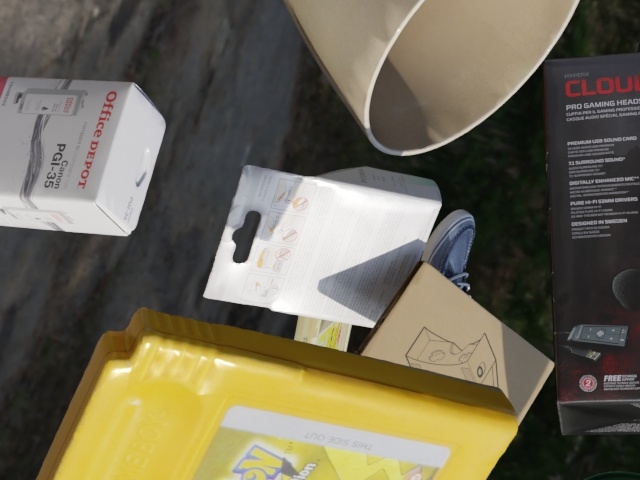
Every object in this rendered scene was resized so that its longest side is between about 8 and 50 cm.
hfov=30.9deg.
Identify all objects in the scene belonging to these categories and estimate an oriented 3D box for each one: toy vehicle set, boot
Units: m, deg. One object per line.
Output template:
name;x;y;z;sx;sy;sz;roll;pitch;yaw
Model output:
toy vehicle set;0.003;0.155;1.804;0.166;0.035;0.266;-33;137;-63
boot;0.161;0.061;1.396;0.069;0.086;0.190;-11;131;-40

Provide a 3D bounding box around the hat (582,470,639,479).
hat;0.292;0.292;1.080;0.172;0.209;0.183;-65;153;-12

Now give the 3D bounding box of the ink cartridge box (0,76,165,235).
ink cartridge box;-0.399;-0.130;1.720;0.117;0.283;0.207;54;45;-60

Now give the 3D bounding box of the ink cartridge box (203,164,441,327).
ink cartridge box;0.000;0.000;1.276;0.056;0.225;0.181;-100;-154;-56

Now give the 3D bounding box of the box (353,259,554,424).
box;0.141;0.144;1.261;0.164;0.201;0.021;-55;-166;-14

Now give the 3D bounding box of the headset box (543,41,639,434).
headset box;0.274;-0.015;0.832;0.110;0.218;0.293;59;32;-65

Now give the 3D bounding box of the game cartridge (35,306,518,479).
game cartridge;-0.050;0.200;0.881;0.285;0.324;0.052;-63;-151;25

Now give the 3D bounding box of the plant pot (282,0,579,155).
plant pot;0.057;-0.262;1.065;0.257;0.274;0.256;-33;154;-19
